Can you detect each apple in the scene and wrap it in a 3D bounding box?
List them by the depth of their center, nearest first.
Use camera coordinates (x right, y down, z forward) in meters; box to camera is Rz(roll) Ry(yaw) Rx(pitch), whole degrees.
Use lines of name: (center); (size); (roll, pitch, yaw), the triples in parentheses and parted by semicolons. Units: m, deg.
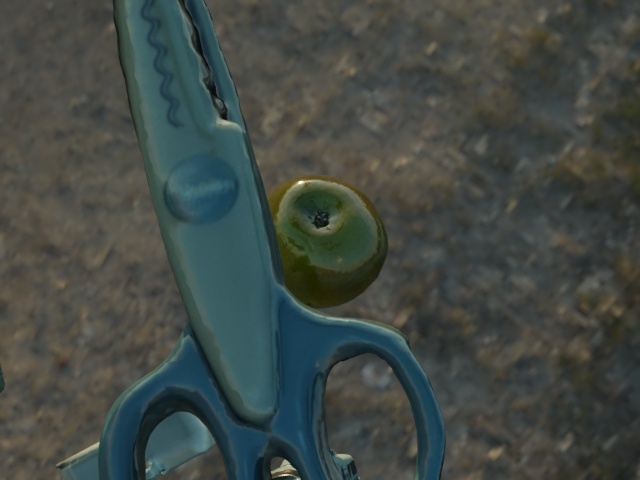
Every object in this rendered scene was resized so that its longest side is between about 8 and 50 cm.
apple: (0.000, 0.000, 1.240); (0.089, 0.074, 0.089); (2, 61, -4)

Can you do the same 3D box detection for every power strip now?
power strip: (-0.087, 0.110, 1.068); (0.035, 0.081, 0.192); (61, 7, 1)

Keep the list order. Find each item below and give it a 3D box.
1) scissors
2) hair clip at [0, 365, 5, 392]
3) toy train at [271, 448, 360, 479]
scissors: (-0.043, -0.007, 0.759); (0.138, 0.041, 0.289); (-17, 77, 10)
hair clip: (-0.288, 0.016, 0.787); (0.321, 0.138, 0.091); (30, 74, -21)
toy train: (-0.012, 0.158, 1.174); (0.207, 0.043, 0.047); (-12, 92, -79)
